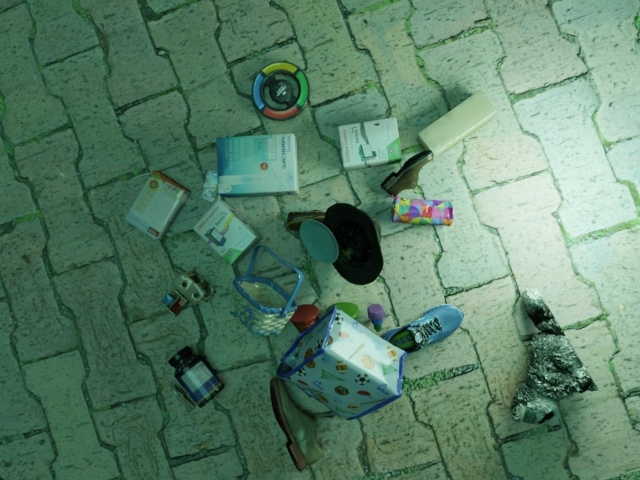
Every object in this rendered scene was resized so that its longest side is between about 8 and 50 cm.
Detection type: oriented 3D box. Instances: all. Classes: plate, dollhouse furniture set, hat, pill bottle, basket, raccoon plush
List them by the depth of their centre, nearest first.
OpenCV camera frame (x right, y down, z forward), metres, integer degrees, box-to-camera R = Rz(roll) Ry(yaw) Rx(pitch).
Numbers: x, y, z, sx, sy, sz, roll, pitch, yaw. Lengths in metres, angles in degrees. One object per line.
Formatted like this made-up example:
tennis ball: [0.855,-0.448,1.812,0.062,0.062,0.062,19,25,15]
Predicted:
raccoon plush: [0.752,0.432,1.688,0.299,0.216,0.447,-31,57,19]
hat: [0.146,-0.003,1.712,0.134,0.331,0.331,-27,86,-34]
basket: [-0.195,0.191,1.719,0.254,0.201,0.289,31,103,38]
plate: [0.000,0.000,1.752,0.024,0.188,0.188,-37,84,-36]
pill bottle: [-0.482,0.520,1.815,0.123,0.123,0.219,-41,85,5]
dollhouse furniture set: [-0.523,0.226,1.817,0.129,0.129,0.184,42,93,5]

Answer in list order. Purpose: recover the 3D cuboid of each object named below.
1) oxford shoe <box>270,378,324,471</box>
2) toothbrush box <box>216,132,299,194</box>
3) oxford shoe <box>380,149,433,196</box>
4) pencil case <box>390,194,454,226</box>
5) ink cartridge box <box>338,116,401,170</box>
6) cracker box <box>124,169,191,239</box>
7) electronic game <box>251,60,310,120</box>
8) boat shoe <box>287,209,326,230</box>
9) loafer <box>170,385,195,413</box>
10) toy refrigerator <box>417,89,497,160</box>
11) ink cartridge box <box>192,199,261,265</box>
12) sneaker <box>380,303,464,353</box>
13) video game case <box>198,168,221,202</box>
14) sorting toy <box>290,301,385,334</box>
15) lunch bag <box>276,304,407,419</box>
oxford shoe: [-0.094,0.680,1.793,0.130,0.123,0.348,-19,86,-20]
toothbrush box: [-0.233,-0.279,1.788,0.295,0.126,0.217,-1,89,3]
oxford shoe: [0.335,-0.244,1.733,0.096,0.083,0.227,43,124,-10]
pencil case: [0.373,-0.109,1.736,0.236,0.104,0.105,6,90,5]
ink cartridge box: [0.182,-0.358,1.760,0.219,0.092,0.160,-8,88,6]
cracker box: [-0.643,-0.139,1.865,0.155,0.067,0.232,33,92,6]
electronic game: [-0.154,-0.578,1.822,0.229,0.048,0.229,0,89,6]
boat shoe: [-0.025,-0.087,1.793,0.206,0.073,0.073,-1,51,1]
loafer: [-0.544,0.622,1.865,0.039,0.045,0.125,-33,93,-12]
toy refrigerator: [0.496,-0.418,1.728,0.269,0.094,0.102,-35,79,4]
ink cartridge box: [-0.360,-0.030,1.820,0.212,0.093,0.154,44,95,7]
sneaker: [0.371,0.340,1.708,0.330,0.147,0.130,-28,87,5]
video game case: [-0.428,-0.215,1.869,0.087,0.011,0.122,17,91,7]
sorting toy: [0.064,0.316,1.777,0.365,0.127,0.126,-4,112,8]
lunch bag: [0.058,0.452,1.656,0.327,0.239,0.385,34,131,-8]
